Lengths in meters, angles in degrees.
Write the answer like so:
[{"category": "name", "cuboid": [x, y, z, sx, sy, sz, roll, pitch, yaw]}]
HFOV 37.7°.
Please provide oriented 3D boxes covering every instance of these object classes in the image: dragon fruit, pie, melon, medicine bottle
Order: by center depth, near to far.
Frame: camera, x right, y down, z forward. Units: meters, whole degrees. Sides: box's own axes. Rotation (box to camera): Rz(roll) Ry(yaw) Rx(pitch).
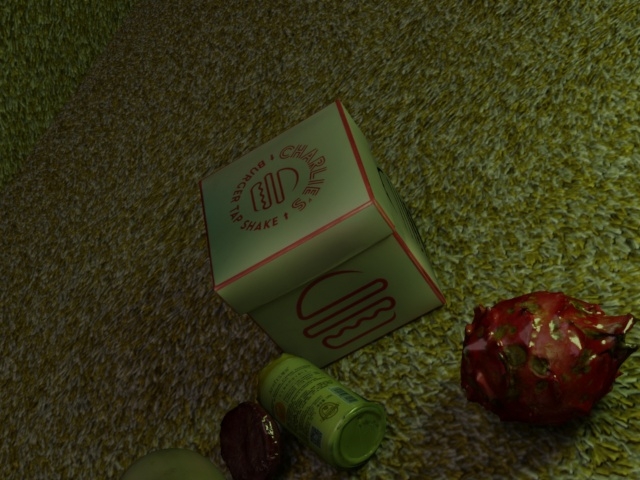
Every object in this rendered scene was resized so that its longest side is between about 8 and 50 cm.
[{"category": "dragon fruit", "cuboid": [0.328, 0.165, 1.344, 0.268, 0.210, 0.205, -21, 14, 26]}, {"category": "melon", "cuboid": [-0.219, 0.465, 1.444, 0.223, 0.223, 0.317, -36, 41, 2]}, {"category": "medicine bottle", "cuboid": [-0.008, 0.277, 1.553, 0.124, 0.124, 0.239, -48, 39, -13]}, {"category": "pie", "cuboid": [-0.119, 0.343, 1.586, 0.155, 0.036, 0.154, 1, 92, 47]}]

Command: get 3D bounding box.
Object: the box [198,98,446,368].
[{"category": "box", "cuboid": [0.000, 0.000, 1.674, 0.312, 0.300, 0.314, -29, 40, 11]}]
